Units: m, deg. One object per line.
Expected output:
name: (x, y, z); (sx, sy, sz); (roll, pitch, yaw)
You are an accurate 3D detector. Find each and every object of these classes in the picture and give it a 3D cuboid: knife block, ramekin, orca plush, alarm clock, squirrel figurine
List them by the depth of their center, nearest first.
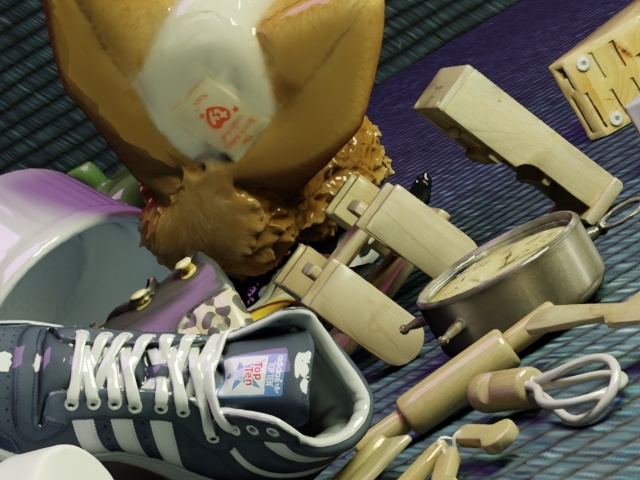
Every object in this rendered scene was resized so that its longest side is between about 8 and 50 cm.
alarm clock: (0.152, 0.025, 1.371); (0.192, 0.064, 0.129); (-35, 9, -8)
squirrel figurine: (-0.065, -0.176, 1.787); (0.281, 0.397, 0.370); (3, 33, 6)
ramekin: (-0.269, 0.067, 1.837); (0.135, 0.277, 0.277); (32, 54, 32)
orca plush: (0.000, 0.000, 1.920); (0.287, 0.102, 0.151); (-35, 9, -28)
knife block: (0.365, -0.219, 1.969); (0.276, 0.088, 0.242); (-30, 8, 8)

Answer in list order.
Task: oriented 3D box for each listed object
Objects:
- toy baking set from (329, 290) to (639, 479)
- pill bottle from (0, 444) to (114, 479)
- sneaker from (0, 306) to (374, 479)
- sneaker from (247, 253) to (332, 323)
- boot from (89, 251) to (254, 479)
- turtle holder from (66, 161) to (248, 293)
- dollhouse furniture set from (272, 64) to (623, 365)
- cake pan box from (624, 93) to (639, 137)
toy baking set: (0.110, 0.102, 1.198); (0.256, 0.030, 0.197); (-37, 14, 2)
pill bottle: (-0.283, 0.233, 1.189); (0.334, 0.188, 0.188); (-18, 12, 18)
sneaker: (-0.102, 0.090, 1.219); (0.153, 0.282, 0.099); (-38, 42, 53)
sneaker: (-0.024, 0.072, 1.757); (0.084, 0.069, 0.185); (2, 31, 46)
boot: (-0.202, 0.098, 1.429); (0.284, 0.138, 0.377); (-29, 52, -14)
turtle holder: (-0.119, -0.036, 2.127); (0.243, 0.227, 0.320); (-30, 9, 1)
dollhouse furniture set: (0.102, 0.002, 1.591); (0.242, 0.161, 0.212); (-54, 10, -3)
cake pan box: (0.408, -0.167, 1.586); (0.267, 0.070, 0.246); (-37, 8, -33)
